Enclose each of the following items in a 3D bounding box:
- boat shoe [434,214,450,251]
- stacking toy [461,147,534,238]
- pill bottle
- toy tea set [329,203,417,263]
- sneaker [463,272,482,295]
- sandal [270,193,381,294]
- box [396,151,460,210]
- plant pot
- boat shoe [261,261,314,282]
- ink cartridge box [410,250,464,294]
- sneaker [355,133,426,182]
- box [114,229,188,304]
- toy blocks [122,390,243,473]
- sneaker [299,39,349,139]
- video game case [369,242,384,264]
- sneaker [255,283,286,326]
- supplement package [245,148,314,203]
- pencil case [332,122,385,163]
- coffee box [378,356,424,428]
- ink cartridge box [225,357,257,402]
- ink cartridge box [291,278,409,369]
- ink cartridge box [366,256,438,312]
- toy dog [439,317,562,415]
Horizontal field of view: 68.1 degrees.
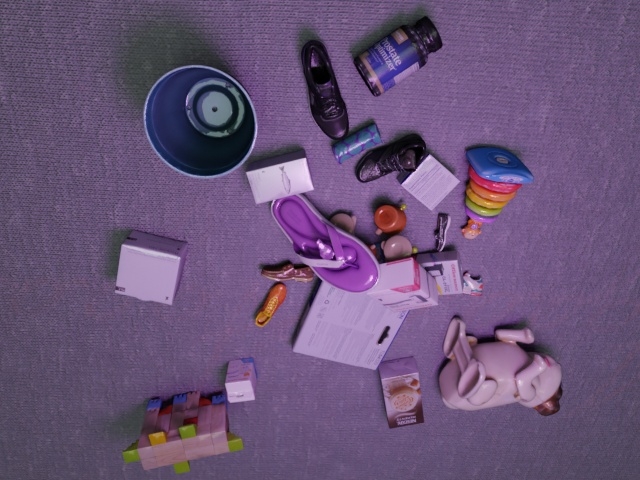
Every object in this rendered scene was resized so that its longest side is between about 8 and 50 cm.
[{"bbox_3d":[0.391,-0.025,1.546,0.038,0.046,0.125,7,111,-7],"label":"boat shoe"},{"bbox_3d":[0.508,-0.120,1.471,0.175,0.165,0.301,4,129,-9],"label":"stacking toy"},{"bbox_3d":[0.210,-0.499,1.280,0.219,0.122,0.122,-32,112,11],"label":"pill bottle"},{"bbox_3d":[0.139,0.000,1.511,0.337,0.124,0.199,-10,81,20],"label":"toy tea set"},{"bbox_3d":[0.480,0.145,1.632,0.162,0.057,0.075,9,87,2],"label":"sneaker"},{"bbox_3d":[-0.009,0.012,1.405,0.416,0.102,0.169,41,107,17],"label":"sandal"},{"bbox_3d":[0.329,-0.186,1.455,0.137,0.072,0.126,37,108,-18],"label":"box"},{"bbox_3d":[-0.295,-0.329,1.255,0.272,0.255,0.271,-1,114,-3],"label":"plant pot"},{"bbox_3d":[-0.107,0.098,1.567,0.178,0.064,0.060,4,109,-12],"label":"boat shoe"},{"bbox_3d":[0.374,0.110,1.560,0.175,0.072,0.127,-7,112,22],"label":"ink cartridge box"},{"bbox_3d":[0.208,-0.233,1.398,0.228,0.130,0.087,-24,112,10],"label":"sneaker"},{"bbox_3d":[-0.534,0.086,1.502,0.181,0.119,0.181,14,113,-10],"label":"box"},{"bbox_3d":[-0.478,0.656,1.701,0.382,0.261,0.190,-9,112,-7],"label":"toy blocks"},{"bbox_3d":[0.008,-0.403,1.310,0.107,0.124,0.283,-19,114,6],"label":"sneaker"},{"bbox_3d":[0.160,0.095,1.604,0.119,0.015,0.166,-14,114,4],"label":"video game case"},{"bbox_3d":[-0.165,0.224,1.615,0.064,0.067,0.175,26,109,-12],"label":"sneaker"},{"bbox_3d":[-0.118,-0.191,1.409,0.180,0.105,0.105,-14,113,3],"label":"supplement package"},{"bbox_3d":[0.109,-0.285,1.402,0.152,0.064,0.070,-26,152,9],"label":"pencil case"},{"bbox_3d":[0.304,0.573,1.782,0.141,0.098,0.246,-11,114,2],"label":"coffee box"},{"bbox_3d":[-0.282,0.504,1.692,0.092,0.143,0.089,-8,114,0],"label":"ink cartridge box"},{"bbox_3d":[0.105,0.286,1.651,0.331,0.071,0.323,16,116,-15],"label":"ink cartridge box"},{"bbox_3d":[0.252,0.142,1.454,0.159,0.092,0.218,-15,152,27],"label":"ink cartridge box"},{"bbox_3d":[0.658,0.493,1.672,0.409,0.284,0.394,7,114,-9],"label":"toy dog"}]
